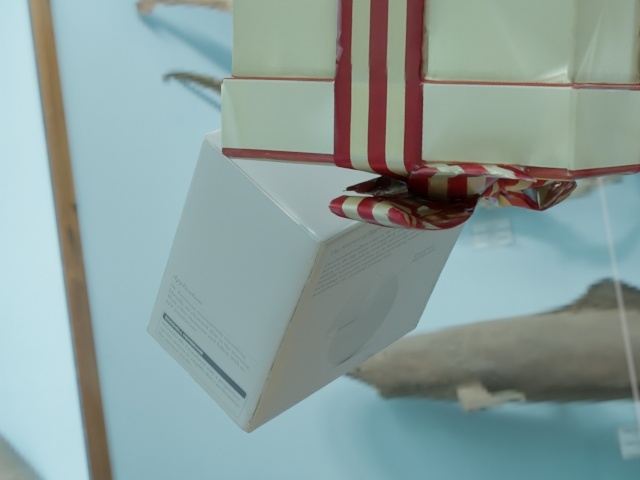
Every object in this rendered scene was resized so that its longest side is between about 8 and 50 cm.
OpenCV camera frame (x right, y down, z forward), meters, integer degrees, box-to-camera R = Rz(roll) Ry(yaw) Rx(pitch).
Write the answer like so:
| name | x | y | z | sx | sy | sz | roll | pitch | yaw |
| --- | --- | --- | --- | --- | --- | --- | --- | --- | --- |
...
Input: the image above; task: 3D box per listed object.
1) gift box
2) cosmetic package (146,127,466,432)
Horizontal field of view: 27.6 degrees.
| name | x | y | z | sx | sy | sz | roll | pitch | yaw |
| --- | --- | --- | --- | --- | --- | --- | --- | --- | --- |
| gift box | 0.106 | -0.138 | 0.748 | 0.276 | 0.258 | 0.255 | 9 | 11 | 39 |
| cosmetic package | 0.000 | 0.000 | 1.072 | 0.224 | 0.138 | 0.224 | -27 | -29 | -42 |
